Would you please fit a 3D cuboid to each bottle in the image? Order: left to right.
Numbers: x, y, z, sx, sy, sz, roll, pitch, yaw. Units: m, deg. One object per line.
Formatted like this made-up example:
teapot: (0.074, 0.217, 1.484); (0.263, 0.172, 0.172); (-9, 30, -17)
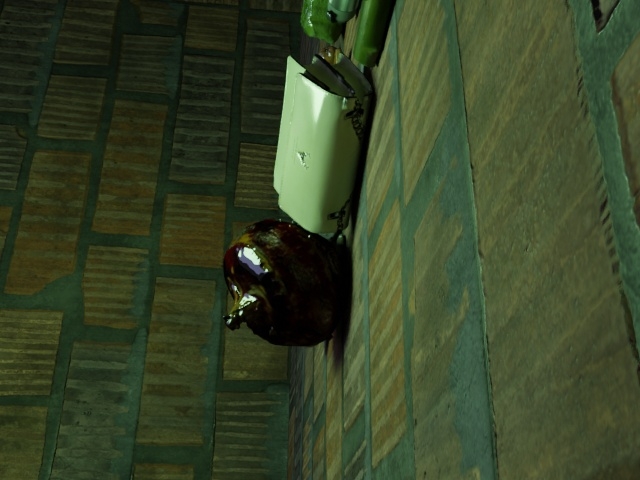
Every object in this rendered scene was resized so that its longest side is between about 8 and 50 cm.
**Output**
bottle: (0.063, -0.624, 1.937); (0.096, 0.079, 0.253); (-42, -9, -17)

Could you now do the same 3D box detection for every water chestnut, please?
water chestnut: (-0.106, 0.119, 1.910); (0.350, 0.302, 0.350); (37, 143, 35)

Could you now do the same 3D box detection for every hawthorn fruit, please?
hawthorn fruit: (0.033, -0.543, 2.396); (0.103, 0.067, 0.066); (58, -154, -51)

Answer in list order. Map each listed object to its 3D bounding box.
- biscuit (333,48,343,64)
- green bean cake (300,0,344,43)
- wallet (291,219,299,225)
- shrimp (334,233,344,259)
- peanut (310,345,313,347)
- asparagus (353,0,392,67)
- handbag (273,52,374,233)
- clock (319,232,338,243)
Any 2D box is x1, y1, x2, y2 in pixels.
biscuit: (0.049, -0.413, 2.177); (0.162, 0.035, 0.250); (-103, 10, -48)
green bean cake: (0.014, -0.710, 2.301); (0.222, 0.125, 0.248); (-101, 16, -68)
wallet: (-0.042, -0.058, 2.197); (0.165, 0.042, 0.309); (-61, -2, 27)
shrimp: (0.042, 0.045, 2.020); (0.161, 0.034, 0.091); (107, 180, -49)
peanut: (-0.039, 0.164, 2.169); (0.130, 0.130, 0.290); (-96, 7, -59)
asparagus: (0.104, -0.437, 1.550); (0.277, 0.060, 0.067); (102, 160, -58)
handbag: (0.003, -0.222, 1.812); (0.236, 0.160, 0.358); (52, 143, 45)
clock: (0.001, 0.000, 2.091); (0.176, 0.080, 0.117); (-68, -11, -51)
